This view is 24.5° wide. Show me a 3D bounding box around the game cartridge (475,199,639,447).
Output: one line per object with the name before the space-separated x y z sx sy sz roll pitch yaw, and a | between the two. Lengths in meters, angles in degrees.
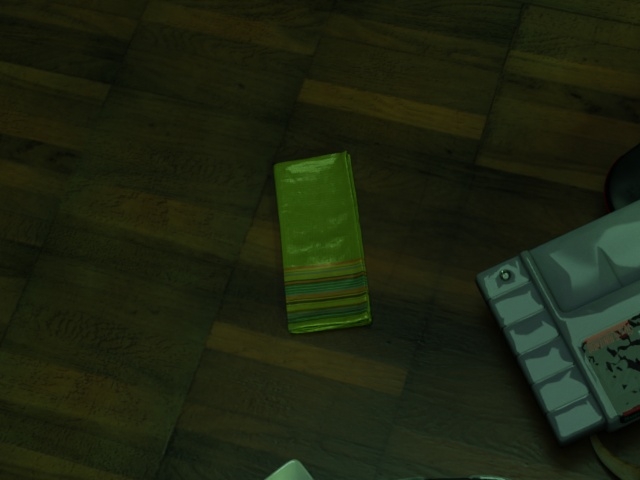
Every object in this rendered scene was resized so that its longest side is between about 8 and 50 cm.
game cartridge | 0.383 0.066 1.664 0.355 0.068 0.230 -25 63 -1

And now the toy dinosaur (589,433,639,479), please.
toy dinosaur | 0.358 0.269 1.628 0.211 0.064 0.112 21 56 30

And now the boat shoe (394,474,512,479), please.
boat shoe | 0.189 0.309 1.573 0.303 0.091 0.114 -5 61 16

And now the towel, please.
towel | 0.000 0.000 1.816 0.102 0.021 0.237 -8 63 3

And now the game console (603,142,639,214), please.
game console | 0.569 -0.048 1.744 0.387 0.060 0.342 -35 64 -9

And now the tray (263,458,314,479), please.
tray | -0.004 0.384 1.623 0.145 0.030 0.270 -36 65 -10
